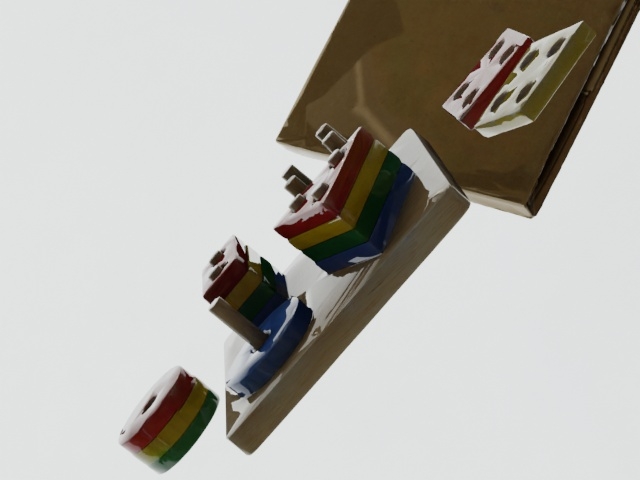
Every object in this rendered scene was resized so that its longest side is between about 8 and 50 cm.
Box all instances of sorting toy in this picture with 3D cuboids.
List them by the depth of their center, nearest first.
[{"bbox_3d":[0.000,0.000,0.690,0.046,0.132,0.274,40,-81,-12],"label":"sorting toy"}]

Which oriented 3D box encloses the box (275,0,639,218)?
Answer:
[{"bbox_3d":[0.083,-0.108,1.025,0.201,0.021,0.164,17,-105,39],"label":"box"}]
